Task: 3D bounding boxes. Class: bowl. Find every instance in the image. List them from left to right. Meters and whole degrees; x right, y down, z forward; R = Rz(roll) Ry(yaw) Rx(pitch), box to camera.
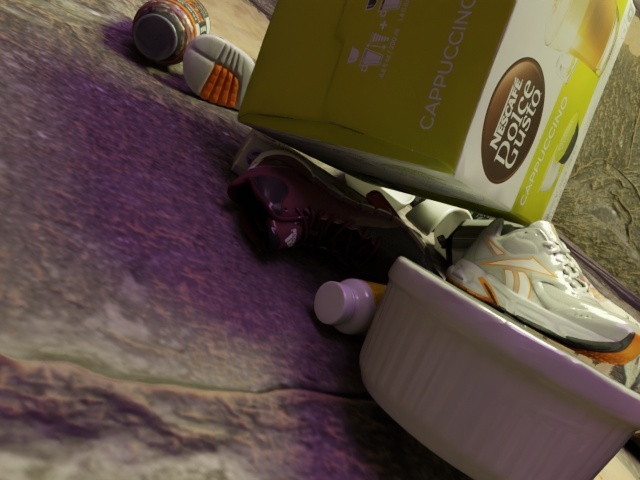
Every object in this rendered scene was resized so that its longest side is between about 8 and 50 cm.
[{"bbox_3d":[0.111,-0.106,1.104,0.142,0.053,0.142,42,22,7],"label":"bowl"}]

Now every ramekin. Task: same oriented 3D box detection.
[{"bbox_3d":[0.162,0.135,0.550,0.272,0.127,0.273,30,4,-2],"label":"ramekin"}]

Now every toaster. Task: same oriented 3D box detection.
[{"bbox_3d":[0.248,0.058,0.841,0.185,0.110,0.168,-25,111,-65],"label":"toaster"}]

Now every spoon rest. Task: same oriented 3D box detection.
[{"bbox_3d":[0.241,-0.009,1.013,0.137,0.084,0.276,48,8,32],"label":"spoon rest"}]

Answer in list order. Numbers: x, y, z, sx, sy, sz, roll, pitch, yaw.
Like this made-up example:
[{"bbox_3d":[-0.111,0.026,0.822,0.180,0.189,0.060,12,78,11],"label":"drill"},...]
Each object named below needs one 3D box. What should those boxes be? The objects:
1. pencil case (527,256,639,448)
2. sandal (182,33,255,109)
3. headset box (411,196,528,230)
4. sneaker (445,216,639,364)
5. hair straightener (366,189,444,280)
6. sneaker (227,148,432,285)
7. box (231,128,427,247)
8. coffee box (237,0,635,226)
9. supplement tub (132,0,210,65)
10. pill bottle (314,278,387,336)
[{"bbox_3d":[0.505,0.197,0.964,0.410,0.183,0.160,43,6,10],"label":"pencil case"},{"bbox_3d":[-0.154,-0.287,1.000,0.076,0.102,0.265,50,17,29],"label":"sandal"},{"bbox_3d":[0.337,-0.101,1.333,0.283,0.131,0.246,23,28,-34],"label":"headset box"},{"bbox_3d":[0.251,0.039,0.635,0.099,0.121,0.262,29,3,-30],"label":"sneaker"},{"bbox_3d":[0.118,0.042,0.792,0.230,0.089,0.047,50,34,6],"label":"hair straightener"},{"bbox_3d":[0.000,0.000,0.705,0.281,0.106,0.162,32,29,7],"label":"sneaker"},{"bbox_3d":[0.020,-0.054,0.853,0.324,0.063,0.067,32,19,-16],"label":"box"},{"bbox_3d":[0.158,-0.238,0.755,0.338,0.338,0.334,22,4,38],"label":"coffee box"},{"bbox_3d":[-0.254,-0.359,0.959,0.106,0.106,0.198,32,24,-15],"label":"supplement tub"},{"bbox_3d":[0.050,0.078,0.651,0.116,0.065,0.065,16,32,-44],"label":"pill bottle"}]
